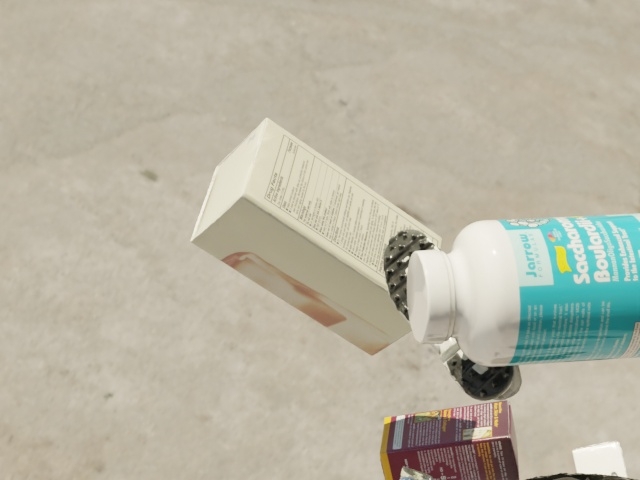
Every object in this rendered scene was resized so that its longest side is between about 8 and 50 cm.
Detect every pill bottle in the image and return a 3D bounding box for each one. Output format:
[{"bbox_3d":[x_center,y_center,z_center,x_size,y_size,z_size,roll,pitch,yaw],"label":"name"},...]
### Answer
[{"bbox_3d":[0.223,0.050,1.206,0.264,0.146,0.146,-3,45,-9],"label":"pill bottle"}]

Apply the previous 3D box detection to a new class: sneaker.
[{"bbox_3d":[0.149,0.090,1.353,0.234,0.078,0.106,57,12,31],"label":"sneaker"},{"bbox_3d":[0.115,0.321,1.490,0.052,0.058,0.135,17,1,7],"label":"sneaker"}]

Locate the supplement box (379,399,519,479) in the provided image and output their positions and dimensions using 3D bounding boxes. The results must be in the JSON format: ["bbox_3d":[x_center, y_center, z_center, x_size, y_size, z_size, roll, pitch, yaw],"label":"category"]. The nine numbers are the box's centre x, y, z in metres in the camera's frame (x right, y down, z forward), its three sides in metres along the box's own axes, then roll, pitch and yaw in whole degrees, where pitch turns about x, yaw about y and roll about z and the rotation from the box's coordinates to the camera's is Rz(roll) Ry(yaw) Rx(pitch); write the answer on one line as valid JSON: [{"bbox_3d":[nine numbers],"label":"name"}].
[{"bbox_3d":[0.186,0.299,1.748,0.188,0.081,0.104,-9,21,11],"label":"supplement box"}]

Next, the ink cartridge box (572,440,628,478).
[{"bbox_3d":[0.529,0.472,2.246,0.218,0.092,0.159,57,23,-65],"label":"ink cartridge box"}]

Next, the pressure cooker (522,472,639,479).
[{"bbox_3d":[0.215,0.369,0.676,0.375,0.370,0.420,22,9,-29],"label":"pressure cooker"}]

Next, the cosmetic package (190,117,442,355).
[{"bbox_3d":[0.000,0.000,1.562,0.296,0.129,0.153,35,44,-19],"label":"cosmetic package"}]
